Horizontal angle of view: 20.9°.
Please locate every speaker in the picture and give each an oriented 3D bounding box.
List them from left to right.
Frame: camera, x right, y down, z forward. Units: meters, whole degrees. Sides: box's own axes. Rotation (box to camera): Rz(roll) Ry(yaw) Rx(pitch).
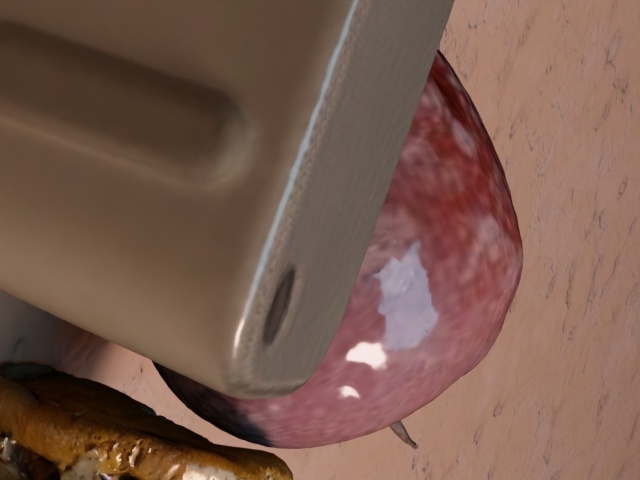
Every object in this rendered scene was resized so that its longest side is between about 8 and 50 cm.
[{"bbox_3d":[-0.035,-0.152,0.745,0.183,0.184,0.406,19,90,-76],"label":"speaker"}]

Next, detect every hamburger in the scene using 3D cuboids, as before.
[{"bbox_3d":[-0.109,0.136,0.870,0.185,0.177,0.113,17,92,-24],"label":"hamburger"}]

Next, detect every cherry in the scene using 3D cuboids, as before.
[{"bbox_3d":[0.000,0.000,0.938,0.236,0.212,0.285,-99,170,-66],"label":"cherry"}]
